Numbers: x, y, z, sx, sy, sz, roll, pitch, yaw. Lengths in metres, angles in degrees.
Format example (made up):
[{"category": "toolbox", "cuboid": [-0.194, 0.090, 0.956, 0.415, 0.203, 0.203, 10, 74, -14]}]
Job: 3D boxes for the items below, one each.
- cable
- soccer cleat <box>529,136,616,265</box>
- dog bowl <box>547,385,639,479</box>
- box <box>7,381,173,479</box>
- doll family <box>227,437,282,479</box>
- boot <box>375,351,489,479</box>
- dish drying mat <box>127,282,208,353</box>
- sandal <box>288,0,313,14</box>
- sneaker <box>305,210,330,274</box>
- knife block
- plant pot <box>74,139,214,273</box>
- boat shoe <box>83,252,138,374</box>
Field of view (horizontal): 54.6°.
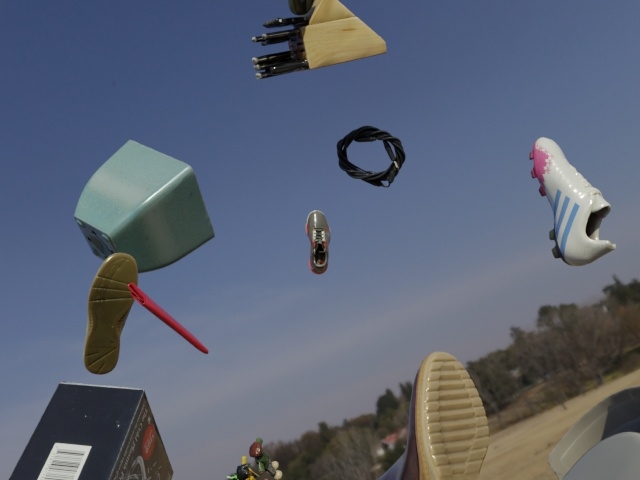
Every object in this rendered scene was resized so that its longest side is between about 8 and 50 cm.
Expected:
[{"category": "cable", "cuboid": [0.130, -0.230, 1.653, 0.150, 0.185, 0.047, -67, -8, 29]}, {"category": "soccer cleat", "cuboid": [0.598, -0.105, 1.451, 0.116, 0.331, 0.143, 7, -23, -41]}, {"category": "dog bowl", "cuboid": [0.316, 0.334, 0.661, 0.348, 0.102, 0.349, -58, -7, -12]}, {"category": "box", "cuboid": [-0.429, 0.498, 1.151, 0.179, 0.343, 0.312, 4, -48, 5]}, {"category": "doll family", "cuboid": [-0.103, 0.422, 1.021, 0.076, 0.193, 0.111, -26, -47, -2]}, {"category": "boot", "cuboid": [0.086, 0.261, 0.672, 0.090, 0.248, 0.207, 14, -30, -27]}, {"category": "dish drying mat", "cuboid": [-0.120, 0.064, 0.490, 0.008, 0.032, 0.083, -48, -44, -13]}, {"category": "sandal", "cuboid": [-0.070, -0.624, 1.279, 0.120, 0.086, 0.302, -39, -46, -53]}, {"category": "sneaker", "cuboid": [0.000, 0.000, 1.493, 0.061, 0.157, 0.065, -4, -12, -7]}, {"category": "knife block", "cuboid": [-0.012, -0.428, 1.429, 0.276, 0.088, 0.242, 31, -94, -29]}, {"category": "plant pot", "cuboid": [-0.466, -0.062, 1.576, 0.252, 0.247, 0.247, -45, -36, -31]}, {"category": "boat shoe", "cuboid": [-0.266, 0.089, 0.779, 0.056, 0.152, 0.048, 8, 3, -24]}]
